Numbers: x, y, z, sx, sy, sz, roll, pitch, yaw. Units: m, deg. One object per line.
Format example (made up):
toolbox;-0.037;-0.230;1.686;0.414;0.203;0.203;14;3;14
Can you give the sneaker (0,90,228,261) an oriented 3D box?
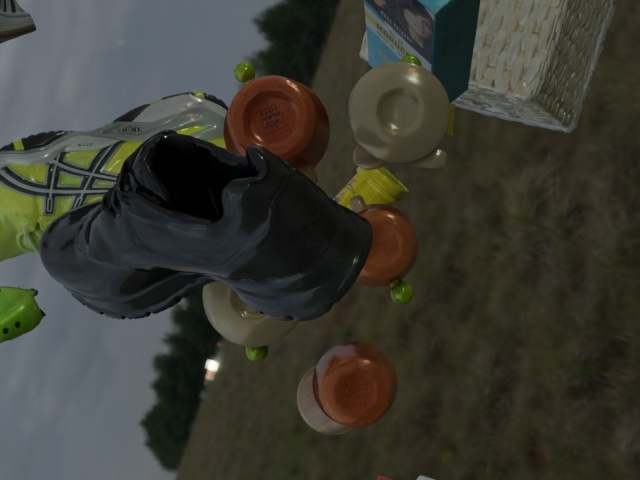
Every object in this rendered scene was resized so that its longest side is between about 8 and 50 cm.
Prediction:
sneaker;-0.270;-0.049;1.297;0.145;0.385;0.147;72;174;-62

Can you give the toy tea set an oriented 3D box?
toy tea set;0.000;0.000;0.961;0.124;0.200;0.336;51;-133;-89

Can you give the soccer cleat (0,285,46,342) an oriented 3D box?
soccer cleat;-0.358;0.075;1.118;0.072;0.179;0.060;-36;-64;-45

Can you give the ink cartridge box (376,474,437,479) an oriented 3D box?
ink cartridge box;0.066;0.386;1.180;0.239;0.060;0.275;5;60;52

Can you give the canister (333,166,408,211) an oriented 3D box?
canister;0.043;-0.034;1.606;0.170;0.073;0.126;-48;-7;9

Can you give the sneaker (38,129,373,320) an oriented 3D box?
sneaker;-0.104;-0.019;0.751;0.286;0.130;0.109;-5;51;37

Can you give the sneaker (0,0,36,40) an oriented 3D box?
sneaker;-0.377;-0.273;1.135;0.282;0.099;0.153;-119;9;-76

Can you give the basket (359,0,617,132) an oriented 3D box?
basket;0.282;-0.382;1.759;0.266;0.328;0.331;11;-82;-66

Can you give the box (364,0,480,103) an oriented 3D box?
box;0.096;-0.211;1.066;0.060;0.100;0.244;-41;-15;-8
